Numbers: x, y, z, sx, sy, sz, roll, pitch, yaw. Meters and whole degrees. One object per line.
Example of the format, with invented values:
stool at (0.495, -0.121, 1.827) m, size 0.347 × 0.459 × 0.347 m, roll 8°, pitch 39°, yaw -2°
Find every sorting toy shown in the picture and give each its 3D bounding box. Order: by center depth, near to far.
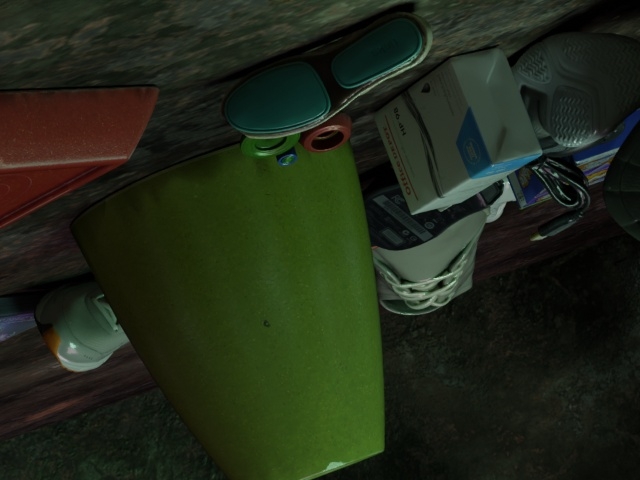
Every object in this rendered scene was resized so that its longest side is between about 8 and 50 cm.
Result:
sorting toy at (-0.025, -0.096, 1.583) m, size 0.102 × 0.042 × 0.061 m, roll -3°, pitch 150°, yaw -27°

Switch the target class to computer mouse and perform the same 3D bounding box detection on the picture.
computer mouse at (0.167, -0.050, 2.061) m, size 0.184 × 0.060 × 0.262 m, roll 33°, pitch 136°, yaw -24°

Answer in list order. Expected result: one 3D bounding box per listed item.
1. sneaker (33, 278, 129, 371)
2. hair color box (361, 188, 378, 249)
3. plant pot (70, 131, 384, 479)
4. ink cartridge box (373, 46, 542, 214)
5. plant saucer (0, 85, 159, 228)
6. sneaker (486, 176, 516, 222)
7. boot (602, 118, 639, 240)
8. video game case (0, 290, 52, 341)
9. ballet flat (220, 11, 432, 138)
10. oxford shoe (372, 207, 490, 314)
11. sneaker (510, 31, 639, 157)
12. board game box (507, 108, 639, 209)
sneaker at (-0.201, 0.060, 2.064) m, size 0.121 × 0.099 × 0.262 m, roll -34°, pitch 174°, yaw 31°
hair color box at (0.000, 0.000, 2.189) m, size 0.141 × 0.072 × 0.043 m, roll -28°, pitch 169°, yaw 41°
plant pot at (-0.052, 0.080, 1.761) m, size 0.275 × 0.293 × 0.275 m, roll -20°, pitch 172°, yaw -3°
ink cartridge box at (0.112, -0.090, 1.709) m, size 0.060 × 0.104 × 0.180 m, roll -16°, pitch 171°, yaw -31°
plant saucer at (-0.271, -0.033, 1.317) m, size 0.258 × 0.047 × 0.259 m, roll -25°, pitch 172°, yaw 33°
sneaker at (0.215, -0.062, 2.440) m, size 0.061 × 0.053 × 0.152 m, roll 0°, pitch 163°, yaw -21°
boot at (0.410, -0.180, 1.641) m, size 0.377 × 0.138 × 0.284 m, roll -57°, pitch 172°, yaw 36°
video game case at (-0.424, 0.117, 2.073) m, size 0.274 × 0.026 × 0.196 m, roll -25°, pitch 171°, yaw 24°
ballet flat at (0.008, -0.120, 1.418) m, size 0.168 × 0.057 × 0.052 m, roll -21°, pitch -178°, yaw 9°
oxford shoe at (0.131, 0.017, 2.399) m, size 0.169 × 0.130 × 0.449 m, roll -6°, pitch 171°, yaw 0°
sneaker at (0.242, -0.138, 1.764) m, size 0.153 × 0.101 × 0.268 m, roll -16°, pitch 177°, yaw -36°
board game box at (0.397, -0.148, 2.160) m, size 0.347 × 0.078 × 0.233 m, roll -19°, pitch 172°, yaw -12°
